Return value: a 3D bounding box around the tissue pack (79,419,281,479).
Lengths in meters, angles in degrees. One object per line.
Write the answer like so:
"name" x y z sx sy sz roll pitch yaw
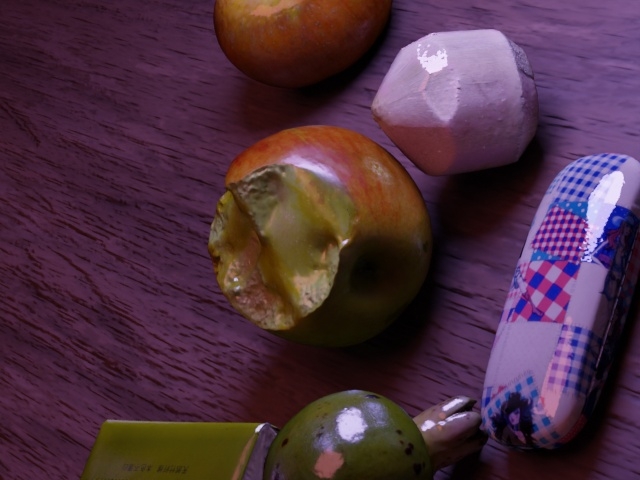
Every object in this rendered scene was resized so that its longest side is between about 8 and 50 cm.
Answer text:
"tissue pack" -0.136 0.311 2.043 0.275 0.167 0.200 -5 58 47

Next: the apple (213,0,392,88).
"apple" -0.016 -0.296 2.400 0.235 0.173 0.210 -9 50 34

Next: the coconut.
"coconut" 0.142 -0.150 2.082 0.183 0.171 0.171 -7 40 -11

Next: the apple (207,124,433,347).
"apple" 0.000 0.000 2.077 0.246 0.246 0.226 -48 42 9

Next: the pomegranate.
"pomegranate" 0.055 0.234 1.889 0.248 0.202 0.202 -23 34 -15

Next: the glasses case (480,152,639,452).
"glasses case" 0.249 0.059 1.890 0.125 0.076 0.327 -2 61 46
